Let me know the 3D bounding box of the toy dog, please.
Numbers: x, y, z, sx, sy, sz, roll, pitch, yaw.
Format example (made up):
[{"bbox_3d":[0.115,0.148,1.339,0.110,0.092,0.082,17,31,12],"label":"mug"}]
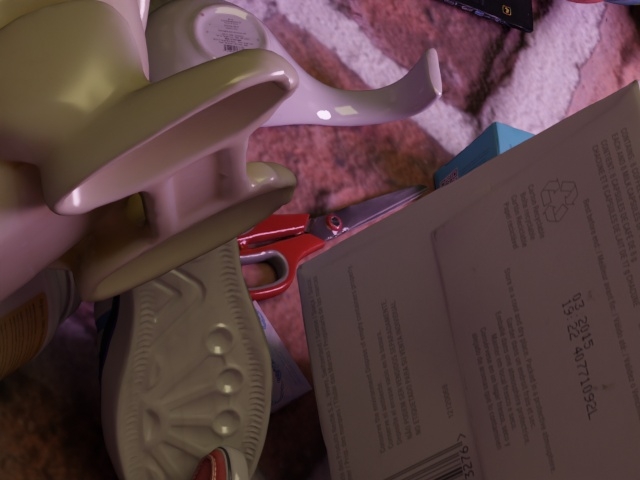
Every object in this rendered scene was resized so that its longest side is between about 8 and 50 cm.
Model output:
[{"bbox_3d":[-0.243,-0.157,1.276,0.395,0.284,0.408,-29,75,0],"label":"toy dog"}]

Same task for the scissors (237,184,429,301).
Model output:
[{"bbox_3d":[0.000,0.000,1.732,0.297,0.021,0.109,-3,61,-40],"label":"scissors"}]

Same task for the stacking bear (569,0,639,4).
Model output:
[{"bbox_3d":[0.361,-0.340,2.140,0.175,0.164,0.289,42,29,25],"label":"stacking bear"}]

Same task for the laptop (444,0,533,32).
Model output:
[{"bbox_3d":[0.134,-0.375,2.000,0.264,0.136,0.234,18,52,-22],"label":"laptop"}]

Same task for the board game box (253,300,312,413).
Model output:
[{"bbox_3d":[-0.064,0.104,1.608,0.090,0.020,0.090,-24,77,-44],"label":"board game box"}]

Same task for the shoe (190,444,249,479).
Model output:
[{"bbox_3d":[-0.111,0.230,1.419,0.081,0.063,0.178,17,84,-25],"label":"shoe"}]

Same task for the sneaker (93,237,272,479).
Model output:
[{"bbox_3d":[-0.128,0.037,1.532,0.130,0.236,0.322,-8,109,-14],"label":"sneaker"}]

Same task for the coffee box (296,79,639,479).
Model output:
[{"bbox_3d":[0.235,0.138,1.476,0.334,0.338,0.337,21,49,-43],"label":"coffee box"}]

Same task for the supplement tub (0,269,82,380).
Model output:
[{"bbox_3d":[-0.277,0.047,1.394,0.144,0.144,0.200,51,44,3],"label":"supplement tub"}]

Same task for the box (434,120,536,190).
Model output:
[{"bbox_3d":[0.237,-0.034,1.874,0.244,0.100,0.060,16,54,-29],"label":"box"}]

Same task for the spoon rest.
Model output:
[{"bbox_3d":[-0.032,-0.150,1.779,0.276,0.084,0.137,8,55,-18],"label":"spoon rest"}]
